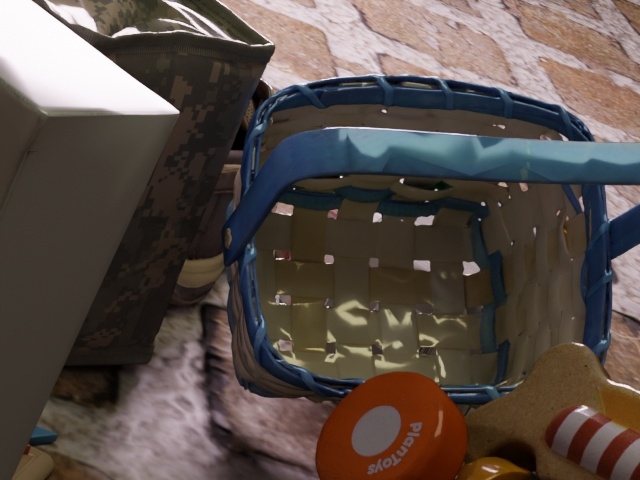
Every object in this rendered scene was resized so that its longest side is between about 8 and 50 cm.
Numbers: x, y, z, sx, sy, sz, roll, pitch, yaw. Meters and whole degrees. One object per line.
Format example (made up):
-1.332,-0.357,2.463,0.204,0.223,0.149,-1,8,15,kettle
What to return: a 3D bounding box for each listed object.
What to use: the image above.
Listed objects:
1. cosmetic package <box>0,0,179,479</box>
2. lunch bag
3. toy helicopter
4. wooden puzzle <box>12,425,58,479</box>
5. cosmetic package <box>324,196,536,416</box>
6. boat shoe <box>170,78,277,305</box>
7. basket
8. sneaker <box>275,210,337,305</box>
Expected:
-0.272,-0.033,0.865,0.377,0.284,0.097,37,24,26,cosmetic package
-0.198,-0.093,1.148,0.169,0.235,0.287,-2,34,-45,lunch bag
0.179,0.125,0.951,0.140,0.355,0.235,49,14,-36,toy helicopter
-0.183,0.114,0.992,0.079,0.014,0.116,25,21,-1,wooden puzzle
0.092,0.035,1.364,0.127,0.107,0.238,31,19,10,cosmetic package
-0.079,-0.071,1.374,0.132,0.130,0.355,24,21,-5,boat shoe
0.061,-0.003,1.081,0.255,0.201,0.289,4,-14,-20,basket
0.000,0.000,1.382,0.051,0.070,0.134,20,21,-8,sneaker
